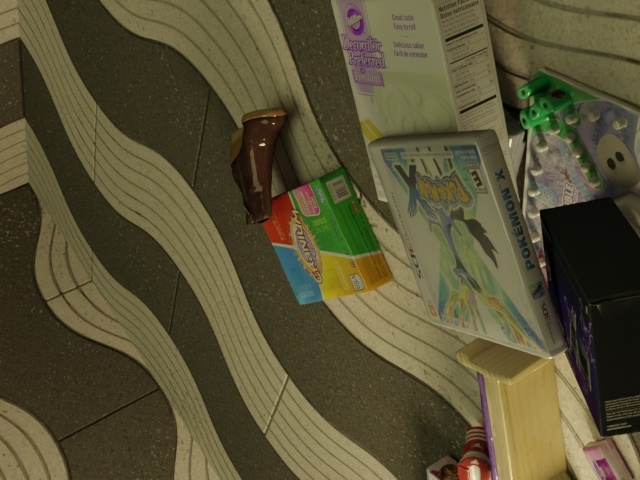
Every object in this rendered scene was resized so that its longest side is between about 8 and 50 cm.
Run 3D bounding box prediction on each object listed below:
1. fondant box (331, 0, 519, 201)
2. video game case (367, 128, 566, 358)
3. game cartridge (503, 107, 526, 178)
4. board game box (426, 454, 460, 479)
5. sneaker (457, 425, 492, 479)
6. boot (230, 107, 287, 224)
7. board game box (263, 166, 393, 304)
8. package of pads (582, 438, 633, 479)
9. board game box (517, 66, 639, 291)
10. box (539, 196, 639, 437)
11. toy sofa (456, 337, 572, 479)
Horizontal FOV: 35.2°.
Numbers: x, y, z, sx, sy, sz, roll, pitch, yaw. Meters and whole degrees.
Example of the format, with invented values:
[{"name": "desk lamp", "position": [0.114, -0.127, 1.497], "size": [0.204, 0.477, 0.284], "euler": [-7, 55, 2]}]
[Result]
[{"name": "fondant box", "position": [0.151, -0.205, 1.469], "size": [0.238, 0.096, 0.330], "euler": [19, 129, 54]}, {"name": "video game case", "position": [0.189, -0.003, 1.381], "size": [0.329, 0.036, 0.300], "euler": [10, 122, 68]}, {"name": "game cartridge", "position": [0.192, -0.174, 1.585], "size": [0.294, 0.060, 0.196], "euler": [45, 151, 32]}, {"name": "board game box", "position": [0.343, 0.634, 1.999], "size": [0.319, 0.066, 0.318], "euler": [34, 140, 44]}, {"name": "sneaker", "position": [0.298, 0.433, 1.863], "size": [0.087, 0.128, 0.221], "euler": [12, 131, 13]}, {"name": "boot", "position": [-0.113, -0.148, 2.045], "size": [0.248, 0.090, 0.207], "euler": [153, 107, -65]}, {"name": "board game box", "position": [0.000, 0.000, 2.055], "size": [0.316, 0.064, 0.242], "euler": [-19, 97, 63]}, {"name": "package of pads", "position": [0.456, 0.356, 1.598], "size": [0.083, 0.032, 0.050], "euler": [61, 154, 5]}, {"name": "board game box", "position": [0.408, 0.008, 1.363], "size": [0.390, 0.050, 0.390], "euler": [36, 142, 42]}, {"name": "box", "position": [0.349, 0.085, 1.231], "size": [0.261, 0.103, 0.184], "euler": [-91, -8, -65]}, {"name": "toy sofa", "position": [0.319, 0.307, 1.669], "size": [0.177, 0.150, 0.362], "euler": [23, 132, 50]}]
